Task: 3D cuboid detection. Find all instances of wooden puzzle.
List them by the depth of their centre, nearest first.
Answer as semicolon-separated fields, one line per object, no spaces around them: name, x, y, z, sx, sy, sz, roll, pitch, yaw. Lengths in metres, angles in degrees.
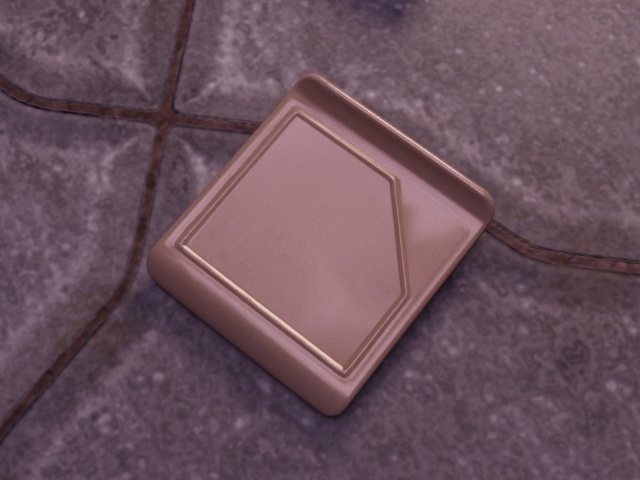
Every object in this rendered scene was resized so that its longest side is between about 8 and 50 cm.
wooden puzzle;0.000;0.000;0.887;0.221;0.044;0.239;37;81;14
